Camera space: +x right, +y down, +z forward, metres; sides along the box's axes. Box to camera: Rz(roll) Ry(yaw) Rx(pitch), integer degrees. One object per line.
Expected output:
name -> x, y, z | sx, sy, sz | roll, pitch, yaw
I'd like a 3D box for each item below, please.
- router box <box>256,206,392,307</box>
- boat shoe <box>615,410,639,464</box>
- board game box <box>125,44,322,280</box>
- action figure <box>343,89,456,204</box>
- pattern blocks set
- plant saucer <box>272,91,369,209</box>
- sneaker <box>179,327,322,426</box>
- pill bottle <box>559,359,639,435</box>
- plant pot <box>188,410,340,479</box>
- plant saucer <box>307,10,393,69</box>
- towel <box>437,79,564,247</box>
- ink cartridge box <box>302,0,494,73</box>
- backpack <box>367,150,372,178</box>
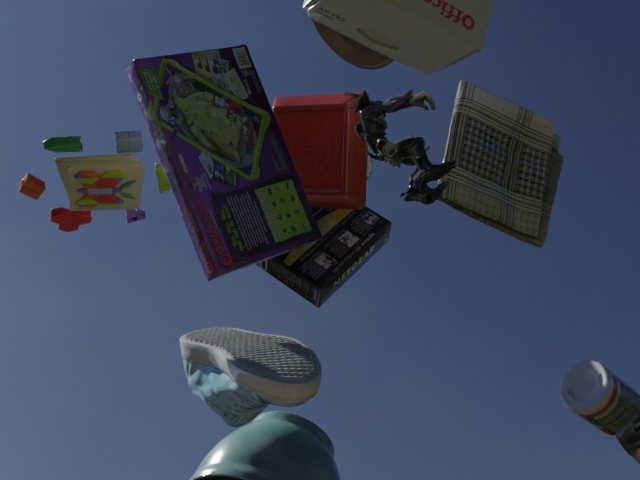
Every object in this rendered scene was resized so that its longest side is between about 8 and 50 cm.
router box -> 0.000, 0.000, 1.904 | 0.309, 0.243, 0.081 | -41, -28, -33
boat shoe -> 0.301, 0.088, 0.550 | 0.080, 0.073, 0.224 | -4, -57, -54
board game box -> -0.146, -0.130, 1.142 | 0.208, 0.347, 0.056 | -19, -4, -41
action figure -> 0.157, -0.201, 1.405 | 0.141, 0.276, 0.164 | -25, -30, -12
pattern blocks set -> -0.408, -0.103, 1.360 | 0.285, 0.026, 0.325 | -9, -24, -4
plant saucer -> -0.016, -0.203, 1.646 | 0.259, 0.259, 0.047 | 5, 5, 32
sneaker -> -0.110, 0.240, 1.201 | 0.135, 0.150, 0.366 | -14, 11, -31
pill bottle -> 0.556, 0.315, 1.404 | 0.180, 0.108, 0.108 | 34, -52, -29
plant pot -> -0.083, 0.445, 1.351 | 0.293, 0.196, 0.293 | 11, -49, 13
plant saucer -> 0.072, -0.480, 1.469 | 0.041, 0.278, 0.278 | -39, -26, -27
towel -> 0.431, -0.178, 1.694 | 0.324, 0.312, 0.056 | 22, -20, -21
ink cartridge box -> 0.169, -0.522, 1.233 | 0.279, 0.385, 0.160 | 20, -10, -22
backpack -> 0.071, -0.190, 1.815 | 0.114, 0.084, 0.105 | -1, -81, -10
